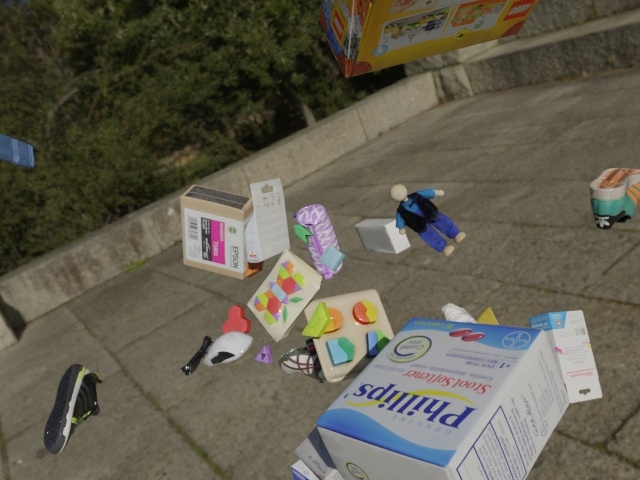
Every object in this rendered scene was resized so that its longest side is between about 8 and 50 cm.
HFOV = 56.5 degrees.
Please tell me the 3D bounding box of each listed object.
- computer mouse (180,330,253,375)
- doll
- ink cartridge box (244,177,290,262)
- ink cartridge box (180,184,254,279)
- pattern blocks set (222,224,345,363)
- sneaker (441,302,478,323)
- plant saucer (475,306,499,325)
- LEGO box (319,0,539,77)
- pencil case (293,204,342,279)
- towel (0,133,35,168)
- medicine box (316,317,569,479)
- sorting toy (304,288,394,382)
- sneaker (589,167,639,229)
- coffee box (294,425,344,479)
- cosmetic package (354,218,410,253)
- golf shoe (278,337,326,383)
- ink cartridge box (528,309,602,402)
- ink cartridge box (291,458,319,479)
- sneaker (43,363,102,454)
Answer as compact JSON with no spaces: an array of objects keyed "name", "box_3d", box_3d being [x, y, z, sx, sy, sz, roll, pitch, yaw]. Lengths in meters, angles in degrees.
[{"name":"computer mouse","box_3d":[-0.207,0.216,1.203,0.193,0.042,0.106,-25,17,42]},{"name":"doll","box_3d":[0.221,-0.054,1.263,0.129,0.189,0.046,-50,13,5]},{"name":"ink cartridge box","box_3d":[-0.132,-0.050,1.406,0.045,0.179,0.145,-5,9,27]},{"name":"ink cartridge box","box_3d":[-0.289,-0.022,1.685,0.193,0.235,0.088,13,34,13]},{"name":"pattern blocks set","box_3d":[-0.087,0.124,1.372,0.285,0.325,0.026,27,3,37]},{"name":"sneaker","box_3d":[0.420,0.246,1.722,0.090,0.232,0.115,-36,44,6]},{"name":"plant saucer","box_3d":[0.542,0.439,1.885,0.080,0.333,0.333,-8,36,-1]},{"name":"LEGO box","box_3d":[0.281,-0.608,1.358,0.500,0.193,0.372,-18,-17,-14]},{"name":"pencil case","box_3d":[0.000,0.000,1.594,0.086,0.206,0.088,-17,38,7]},{"name":"towel","box_3d":[-0.731,-0.211,1.399,0.029,0.067,0.119,-24,-22,21]},{"name":"medicine box","box_3d":[0.191,0.268,0.929,0.263,0.149,0.289,-2,29,49]},{"name":"sorting toy","box_3d":[0.075,0.208,1.358,0.192,0.208,0.038,-9,-32,-21]},{"name":"sneaker","box_3d":[0.785,-0.116,1.574,0.108,0.121,0.302,13,26,43]},{"name":"coffee box","box_3d":[0.093,0.586,1.427,0.119,0.297,0.168,-44,22,-17]},{"name":"cosmetic package","box_3d":[0.197,-0.017,1.923,0.060,0.099,0.239,-29,11,-17]},{"name":"golf shoe","box_3d":[-0.020,0.322,1.542,0.105,0.120,0.273,-12,-17,-36]},{"name":"ink cartridge box","box_3d":[0.509,0.241,1.238,0.104,0.181,0.061,0,-17,-28]},{"name":"ink cartridge box","box_3d":[-0.002,0.770,1.839,0.046,0.097,0.207,-27,30,-37]},{"name":"sneaker","box_3d":[-0.525,0.366,1.303,0.084,0.097,0.235,-43,30,21]}]
